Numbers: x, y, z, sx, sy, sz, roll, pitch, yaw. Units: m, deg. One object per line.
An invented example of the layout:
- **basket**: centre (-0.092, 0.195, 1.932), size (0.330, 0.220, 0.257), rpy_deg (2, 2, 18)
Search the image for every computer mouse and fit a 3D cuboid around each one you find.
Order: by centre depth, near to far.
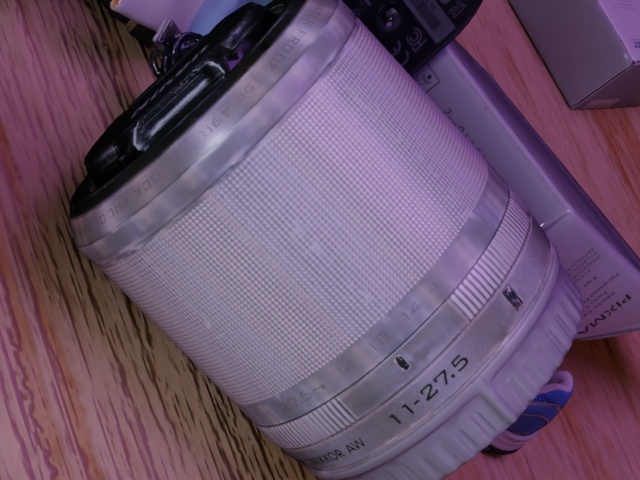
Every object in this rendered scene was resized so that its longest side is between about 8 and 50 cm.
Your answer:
- **computer mouse**: centre (0.010, -0.156, 1.191), size (0.072, 0.272, 0.188), rpy_deg (35, -14, 52)

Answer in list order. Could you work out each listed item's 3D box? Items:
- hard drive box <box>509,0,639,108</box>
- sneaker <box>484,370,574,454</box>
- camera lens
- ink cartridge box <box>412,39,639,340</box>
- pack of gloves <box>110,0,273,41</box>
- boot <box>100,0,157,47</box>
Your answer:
- **hard drive box**: centre (0.284, -0.262, 1.776), size (0.181, 0.089, 0.232), rpy_deg (-7, 66, -55)
- **sneaker**: centre (0.105, 0.060, 1.242), size (0.211, 0.081, 0.080), rpy_deg (47, 34, -9)
- **camera lens**: centre (0.000, 0.000, 1.029), size (0.274, 0.219, 0.219), rpy_deg (46, 32, -13)
- **ink cartridge box**: centre (0.162, -0.037, 1.376), size (0.385, 0.091, 0.308), rpy_deg (37, 16, -55)
- **pack of gloves**: centre (-0.032, -0.206, 1.182), size (0.046, 0.195, 0.232), rpy_deg (28, 0, 26)
- **boot**: centre (-0.137, -0.245, 1.228), size (0.137, 0.077, 0.198), rpy_deg (39, 33, -15)
